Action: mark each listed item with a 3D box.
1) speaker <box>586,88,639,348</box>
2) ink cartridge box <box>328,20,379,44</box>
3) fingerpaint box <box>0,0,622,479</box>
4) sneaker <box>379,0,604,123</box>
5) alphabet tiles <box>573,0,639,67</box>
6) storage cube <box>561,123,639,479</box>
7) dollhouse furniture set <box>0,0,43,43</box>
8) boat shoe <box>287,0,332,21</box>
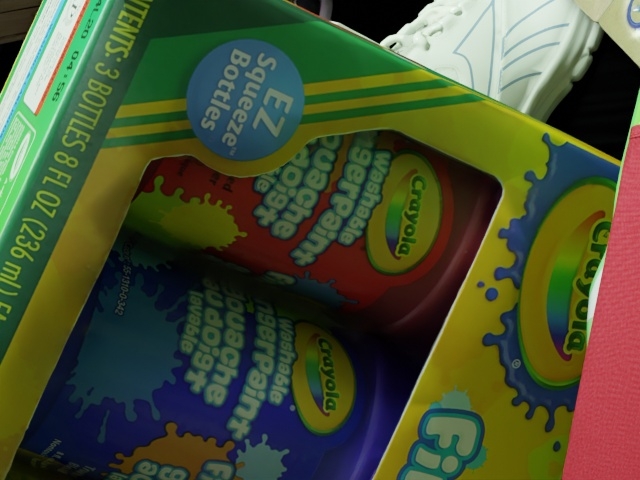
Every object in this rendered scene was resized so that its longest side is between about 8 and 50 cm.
[{"bbox_3d":[0.224,-0.060,0.997,0.131,0.131,0.296,-10,60,61],"label":"speaker"},{"bbox_3d":[-0.015,-0.022,1.344,0.100,0.172,0.237,12,87,31],"label":"ink cartridge box"},{"bbox_3d":[-0.051,0.091,1.132,0.444,0.371,0.163,-64,22,6],"label":"fingerpaint box"},{"bbox_3d":[0.099,-0.114,1.289,0.111,0.129,0.297,-11,57,60],"label":"sneaker"},{"bbox_3d":[0.226,-0.276,1.194,0.285,0.011,0.342,-55,44,21],"label":"alphabet tiles"},{"bbox_3d":[0.233,0.064,0.785,0.184,0.215,0.193,0,76,63],"label":"storage cube"},{"bbox_3d":[-0.175,-0.115,1.751,0.355,0.174,0.303,57,133,13],"label":"dollhouse furniture set"},{"bbox_3d":[-0.103,-0.196,1.785,0.340,0.113,0.127,18,85,65],"label":"boat shoe"}]
